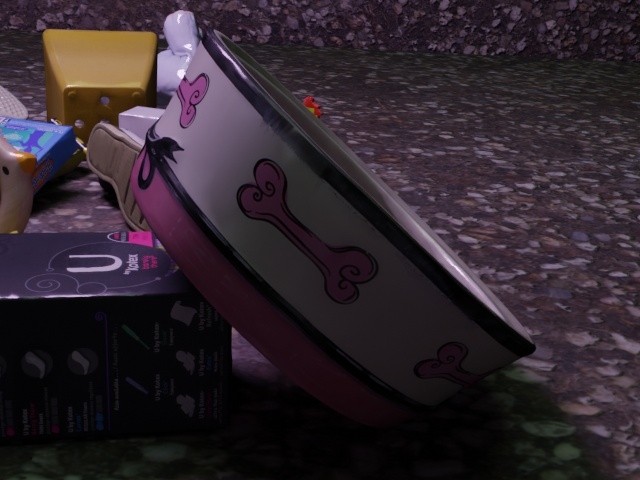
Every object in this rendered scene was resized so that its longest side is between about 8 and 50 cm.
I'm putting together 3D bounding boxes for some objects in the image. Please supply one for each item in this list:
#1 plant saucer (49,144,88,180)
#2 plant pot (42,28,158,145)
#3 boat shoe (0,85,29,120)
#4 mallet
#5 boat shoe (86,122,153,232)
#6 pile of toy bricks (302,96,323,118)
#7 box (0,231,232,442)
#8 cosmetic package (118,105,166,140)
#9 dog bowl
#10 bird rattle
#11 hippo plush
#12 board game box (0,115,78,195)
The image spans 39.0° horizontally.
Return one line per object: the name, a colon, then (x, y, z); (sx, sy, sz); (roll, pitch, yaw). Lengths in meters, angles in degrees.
plant saucer: (-0.512, -0.131, 1.519); (0.188, 0.045, 0.188); (9, 20, 16)
plant pot: (-0.403, -0.257, 1.679); (0.212, 0.212, 0.187); (-2, 33, -15)
boat shoe: (-0.798, -0.275, 1.726); (0.500, 0.155, 0.187); (17, 16, 3)
mallet: (-0.392, -0.145, 1.502); (0.190, 0.039, 0.062); (34, 32, 13)
boat shoe: (-0.251, -0.093, 1.357); (0.103, 0.113, 0.302); (9, 25, -38)
pile of toy bricks: (-0.108, -0.277, 1.904); (0.212, 0.105, 0.118); (11, 21, 20)
box: (-0.223, 0.082, 0.837); (0.271, 0.143, 0.165); (-1, 21, -12)
cosmetic package: (-0.221, -0.155, 1.533); (0.231, 0.117, 0.085); (6, 19, 10)
dog bowl: (0.000, 0.000, 0.835); (0.408, 0.150, 0.408); (43, 7, -7)
bird rattle: (-0.430, -0.035, 1.069); (0.254, 0.206, 0.143); (19, 5, 15)
hippo plush: (-0.349, -0.327, 1.943); (0.237, 0.234, 0.294); (-14, 63, 3)
board game box: (-0.493, -0.111, 1.370); (0.160, 0.047, 0.210); (10, 41, 16)
